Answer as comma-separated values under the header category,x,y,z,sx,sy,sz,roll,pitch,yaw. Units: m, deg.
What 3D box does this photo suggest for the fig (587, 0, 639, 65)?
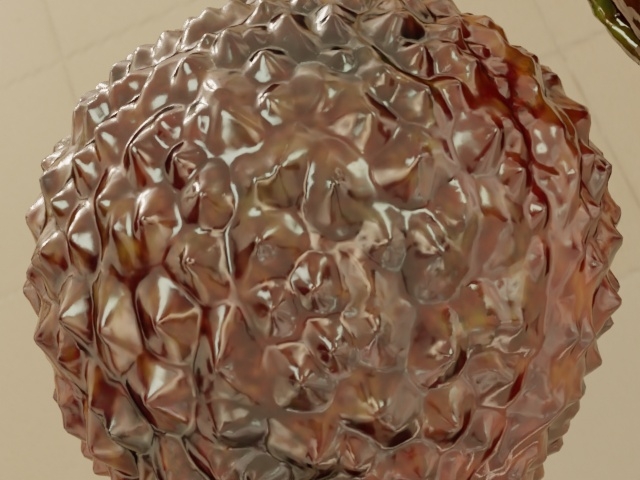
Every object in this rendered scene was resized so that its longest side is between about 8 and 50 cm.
category,x,y,z,sx,sy,sz,roll,pitch,yaw
fig,0.266,-0.201,0.969,0.205,0.205,0.205,-6,65,14

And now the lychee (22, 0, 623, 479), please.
category,x,y,z,sx,sy,sz,roll,pitch,yaw
lychee,0.000,0.000,1.021,0.424,0.424,0.500,-6,76,14
